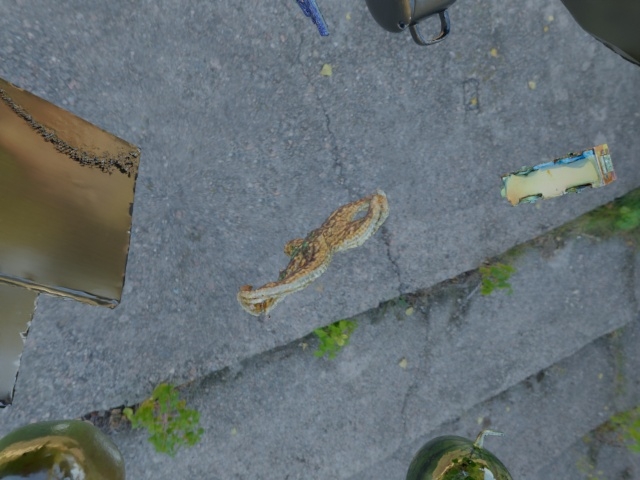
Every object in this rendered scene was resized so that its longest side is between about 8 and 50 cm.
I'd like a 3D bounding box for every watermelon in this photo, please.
[{"bbox_3d":[0.237,0.421,0.671,0.188,0.188,0.214,20,89,-22],"label":"watermelon"}]

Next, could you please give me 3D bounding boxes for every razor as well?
[{"bbox_3d":[-0.042,-0.532,0.762,0.056,0.093,0.324,-15,66,17],"label":"razor"}]

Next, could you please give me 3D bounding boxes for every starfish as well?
[{"bbox_3d":[0.005,0.008,0.431,0.209,0.150,0.053,-42,111,-30],"label":"starfish"}]

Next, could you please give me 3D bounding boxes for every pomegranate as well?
[{"bbox_3d":[-0.338,0.304,0.505,0.180,0.210,0.180,-2,98,-15],"label":"pomegranate"}]

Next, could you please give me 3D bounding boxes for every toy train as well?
[{"bbox_3d":[0.424,-0.116,0.726,0.099,0.188,0.072,-22,95,-35],"label":"toy train"}]

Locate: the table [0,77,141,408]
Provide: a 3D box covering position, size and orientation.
[{"bbox_3d":[-0.341,-0.004,0.312,0.250,0.196,0.282,-36,137,26],"label":"table"}]

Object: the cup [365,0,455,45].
[{"bbox_3d":[0.198,-0.506,0.817,0.176,0.169,0.223,-38,120,-15],"label":"cup"}]

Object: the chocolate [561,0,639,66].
[{"bbox_3d":[0.371,-0.294,0.257,0.314,0.326,0.297,26,105,-23],"label":"chocolate"}]
